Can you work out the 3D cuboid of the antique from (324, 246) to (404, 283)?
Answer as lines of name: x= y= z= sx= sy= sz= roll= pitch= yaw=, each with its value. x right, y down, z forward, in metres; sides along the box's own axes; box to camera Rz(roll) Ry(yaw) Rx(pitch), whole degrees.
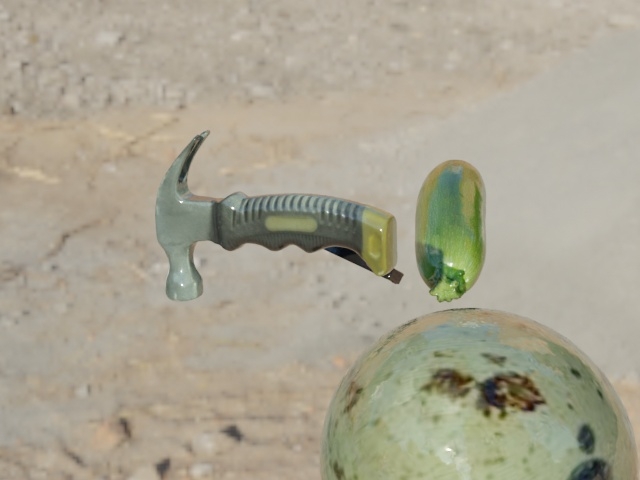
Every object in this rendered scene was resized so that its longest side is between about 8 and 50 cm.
antique: x=0.000 y=0.000 z=1.421 sx=0.192 sy=0.015 sz=0.031 roll=26 pitch=1 yaw=28

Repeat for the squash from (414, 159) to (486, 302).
squash: x=0.190 y=-0.027 z=2.017 sx=0.107 sy=0.107 sz=0.395 roll=3 pitch=28 yaw=6

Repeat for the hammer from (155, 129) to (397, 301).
hammer: x=-0.042 y=-0.015 z=1.252 sx=0.227 sy=0.158 sz=0.041 roll=6 pitch=17 yaw=19

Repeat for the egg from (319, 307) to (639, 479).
egg: x=0.145 y=0.205 z=1.264 sx=0.288 sy=0.287 sz=0.379 roll=6 pitch=-12 yaw=12
